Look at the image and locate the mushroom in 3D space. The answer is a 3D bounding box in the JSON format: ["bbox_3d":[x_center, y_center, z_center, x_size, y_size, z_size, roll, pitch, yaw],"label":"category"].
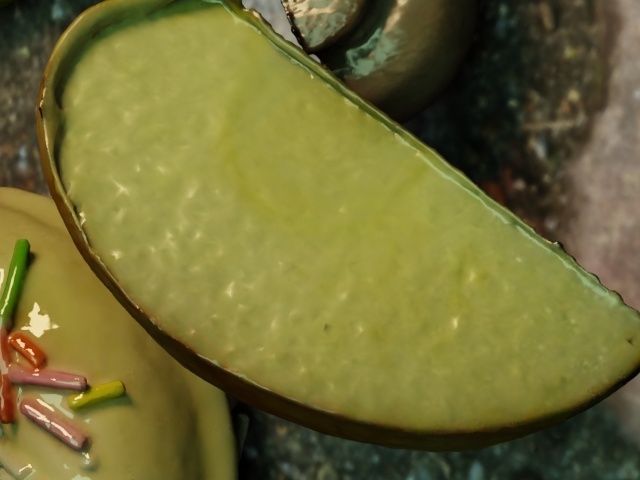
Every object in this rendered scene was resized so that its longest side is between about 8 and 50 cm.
[{"bbox_3d":[0.028,-0.160,0.961,0.117,0.141,0.188,-24,87,1],"label":"mushroom"}]

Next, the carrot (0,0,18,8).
[{"bbox_3d":[-0.166,-0.197,1.077,0.359,0.074,0.074,-18,86,23],"label":"carrot"}]

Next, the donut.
[{"bbox_3d":[-0.236,0.118,1.082,0.371,0.150,0.307,-10,89,25],"label":"donut"}]

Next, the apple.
[{"bbox_3d":[0.000,0.000,0.902,0.346,0.254,0.179,36,122,7],"label":"apple"}]
